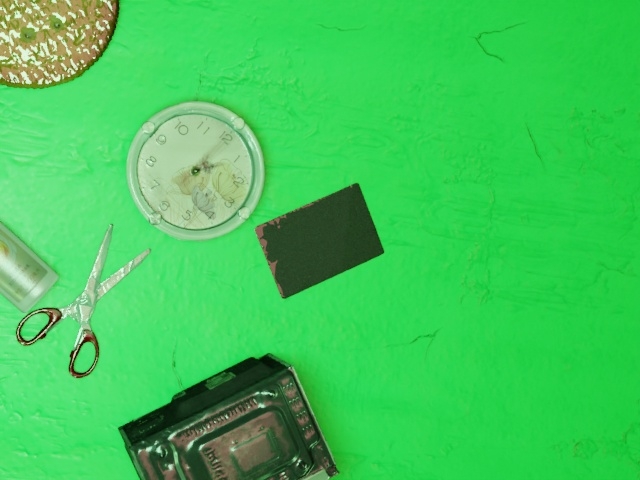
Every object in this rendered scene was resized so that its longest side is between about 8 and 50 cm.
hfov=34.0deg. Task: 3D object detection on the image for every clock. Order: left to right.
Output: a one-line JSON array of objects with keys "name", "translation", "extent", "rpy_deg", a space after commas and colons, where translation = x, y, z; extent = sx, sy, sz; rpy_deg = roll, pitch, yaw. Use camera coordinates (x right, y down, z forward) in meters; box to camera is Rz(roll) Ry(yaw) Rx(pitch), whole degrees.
[{"name": "clock", "translation": [-0.213, -0.116, 1.773], "extent": [0.236, 0.053, 0.237], "rpy_deg": [0, 89, -15]}]

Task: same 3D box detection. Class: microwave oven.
[{"name": "microwave oven", "translation": [-0.153, 0.351, 1.735], "extent": [0.295, 0.181, 0.238], "rpy_deg": [-25, 99, -15]}]

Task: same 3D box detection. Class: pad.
[{"name": "pad", "translation": [0.000, 0.000, 1.867], "extent": [0.211, 0.003, 0.143], "rpy_deg": [-23, 98, -16]}]

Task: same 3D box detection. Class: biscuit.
[{"name": "biscuit", "translation": [-0.474, -0.394, 1.688], "extent": [0.305, 0.038, 0.305], "rpy_deg": [-2, 98, -16]}]

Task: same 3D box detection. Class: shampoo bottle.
[{"name": "shampoo bottle", "translation": [-0.530, 0.012, 1.676], "extent": [0.227, 0.056, 0.086], "rpy_deg": [46, 78, -13]}]

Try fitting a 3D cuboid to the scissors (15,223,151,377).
[{"name": "scissors", "translation": [-0.385, 0.096, 1.745], "extent": [0.144, 0.017, 0.248], "rpy_deg": [36, 79, -15]}]
